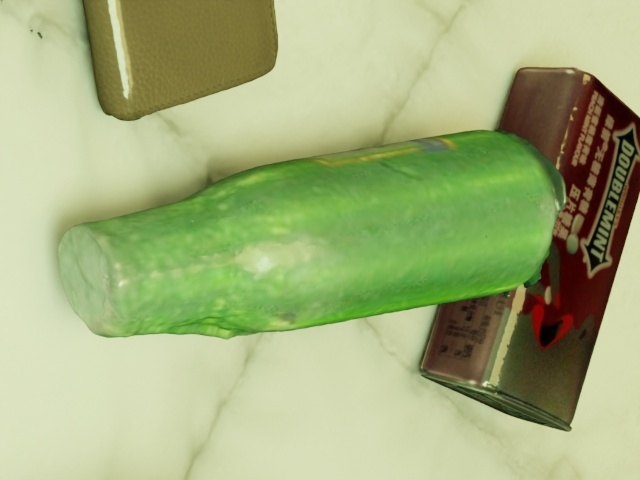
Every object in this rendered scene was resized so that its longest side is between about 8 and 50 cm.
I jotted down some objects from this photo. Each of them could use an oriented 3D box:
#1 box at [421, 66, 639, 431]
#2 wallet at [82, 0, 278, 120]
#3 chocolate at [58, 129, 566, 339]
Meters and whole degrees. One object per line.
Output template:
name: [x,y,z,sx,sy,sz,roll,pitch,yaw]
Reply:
box: [0.151,0.006,0.797,0.120,0.069,0.224,30,75,-42]
wallet: [-0.072,-0.145,0.582,0.118,0.038,0.153,-21,114,-37]
chocolate: [0.000,0.000,0.635,0.291,0.110,0.110,-9,103,-40]
